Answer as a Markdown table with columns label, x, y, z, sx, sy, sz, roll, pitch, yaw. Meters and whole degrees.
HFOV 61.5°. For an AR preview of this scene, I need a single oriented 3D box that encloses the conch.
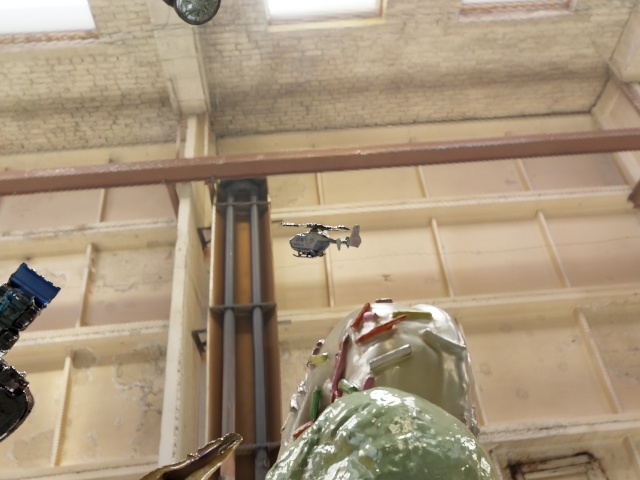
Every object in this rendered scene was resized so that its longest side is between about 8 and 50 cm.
| label | x | y | z | sx | sy | sz | roll | pitch | yaw |
| --- | --- | --- | --- | --- | --- | --- | --- | --- | --- |
| conch | -0.249 | 0.434 | 0.891 | 0.330 | 0.093 | 0.109 | -42 | -127 | -3 |

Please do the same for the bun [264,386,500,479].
| label | x | y | z | sx | sy | sz | roll | pitch | yaw |
| --- | --- | --- | --- | --- | --- | --- | --- | --- | --- |
| bun | 0.024 | 0.193 | 0.340 | 0.118 | 0.195 | 0.195 | 6 | -136 | -32 |

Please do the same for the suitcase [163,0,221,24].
| label | x | y | z | sx | sy | sz | roll | pitch | yaw |
| --- | --- | --- | --- | --- | --- | --- | --- | --- | --- |
| suitcase | -0.096 | -0.272 | 0.209 | 0.128 | 0.312 | 0.202 | -35 | -117 | -14 |

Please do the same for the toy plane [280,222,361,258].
| label | x | y | z | sx | sy | sz | roll | pitch | yaw |
| --- | --- | --- | --- | --- | --- | --- | --- | --- | --- |
| toy plane | 0.000 | 0.000 | 0.736 | 0.120 | 0.049 | 0.031 | 5 | -174 | 25 |

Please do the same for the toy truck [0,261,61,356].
| label | x | y | z | sx | sy | sz | roll | pitch | yaw |
| --- | --- | --- | --- | --- | --- | --- | --- | --- | --- |
| toy truck | -0.728 | 0.168 | 1.266 | 0.113 | 0.126 | 0.208 | 41 | -120 | -15 |

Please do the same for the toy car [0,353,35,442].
| label | x | y | z | sx | sy | sz | roll | pitch | yaw |
| --- | --- | --- | --- | --- | --- | --- | --- | --- | --- |
| toy car | -0.389 | 0.141 | 0.576 | 0.209 | 0.108 | 0.089 | 37 | -119 | 12 |

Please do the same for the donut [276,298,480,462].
| label | x | y | z | sx | sy | sz | roll | pitch | yaw |
| --- | --- | --- | --- | --- | --- | --- | --- | --- | --- |
| donut | 0.042 | 0.245 | 0.635 | 0.142 | 0.383 | 0.383 | 20 | -129 | -8 |
